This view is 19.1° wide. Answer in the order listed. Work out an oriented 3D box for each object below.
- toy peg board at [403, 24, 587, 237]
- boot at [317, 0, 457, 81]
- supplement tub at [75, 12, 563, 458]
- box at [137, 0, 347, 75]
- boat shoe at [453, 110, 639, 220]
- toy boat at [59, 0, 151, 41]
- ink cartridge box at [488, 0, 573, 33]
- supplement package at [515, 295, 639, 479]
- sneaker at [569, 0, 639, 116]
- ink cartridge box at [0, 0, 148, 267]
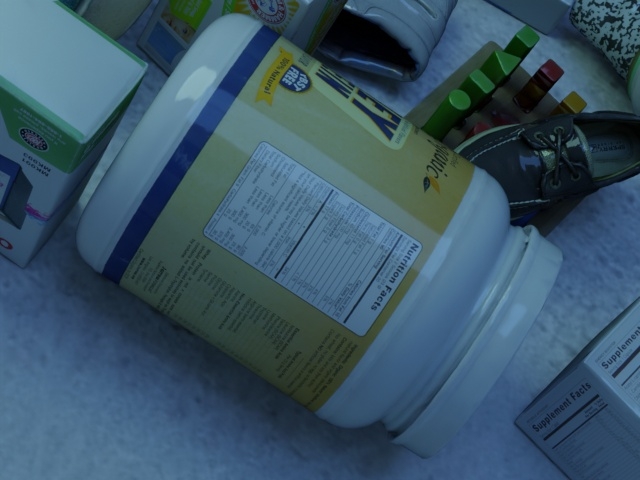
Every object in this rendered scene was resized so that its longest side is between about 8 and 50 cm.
[{"bbox_3d":[0.171,-0.093,1.648,0.160,0.079,0.161,44,56,5],"label":"toy peg board"},{"bbox_3d":[-0.003,-0.238,1.642,0.258,0.095,0.123,27,49,-8],"label":"boot"},{"bbox_3d":[0.000,0.000,1.435,0.316,0.228,0.228,33,56,-3],"label":"supplement tub"},{"bbox_3d":[-0.051,-0.199,1.537,0.114,0.203,0.103,44,56,5],"label":"box"},{"bbox_3d":[0.199,-0.071,1.578,0.224,0.073,0.080,-14,83,-34],"label":"boat shoe"},{"bbox_3d":[-0.167,-0.309,1.478,0.148,0.318,0.267,18,54,-25],"label":"toy boat"},{"bbox_3d":[0.203,-0.267,1.772,0.088,0.052,0.122,28,55,-6],"label":"ink cartridge box"},{"bbox_3d":[0.304,0.169,1.523,0.244,0.139,0.134,46,57,5],"label":"supplement package"},{"bbox_3d":[0.397,-0.246,1.800,0.410,0.158,0.182,-25,57,-36],"label":"sneaker"},{"bbox_3d":[-0.236,-0.093,1.398,0.154,0.212,0.093,35,59,-2],"label":"ink cartridge box"}]
